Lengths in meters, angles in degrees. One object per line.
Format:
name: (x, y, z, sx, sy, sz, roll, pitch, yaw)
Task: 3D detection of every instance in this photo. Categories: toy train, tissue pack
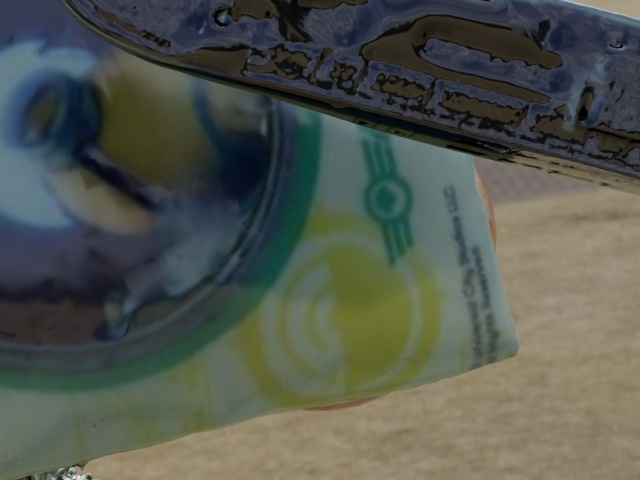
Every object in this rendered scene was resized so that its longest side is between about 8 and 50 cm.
toy train: (0.034, -0.056, 0.445, 0.234, 0.052, 0.051, 13, -4, -5)
tissue pack: (-0.140, -0.046, 0.595, 0.388, 0.287, 0.162, -13, -1, -16)

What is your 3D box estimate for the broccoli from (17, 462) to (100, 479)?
broccoli: (-0.199, 0.236, 1.123, 0.204, 0.122, 0.118, 28, 79, 41)

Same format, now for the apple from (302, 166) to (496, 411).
apple: (0.000, 0.000, 1.179, 0.286, 0.286, 0.233, -12, -13, -4)
